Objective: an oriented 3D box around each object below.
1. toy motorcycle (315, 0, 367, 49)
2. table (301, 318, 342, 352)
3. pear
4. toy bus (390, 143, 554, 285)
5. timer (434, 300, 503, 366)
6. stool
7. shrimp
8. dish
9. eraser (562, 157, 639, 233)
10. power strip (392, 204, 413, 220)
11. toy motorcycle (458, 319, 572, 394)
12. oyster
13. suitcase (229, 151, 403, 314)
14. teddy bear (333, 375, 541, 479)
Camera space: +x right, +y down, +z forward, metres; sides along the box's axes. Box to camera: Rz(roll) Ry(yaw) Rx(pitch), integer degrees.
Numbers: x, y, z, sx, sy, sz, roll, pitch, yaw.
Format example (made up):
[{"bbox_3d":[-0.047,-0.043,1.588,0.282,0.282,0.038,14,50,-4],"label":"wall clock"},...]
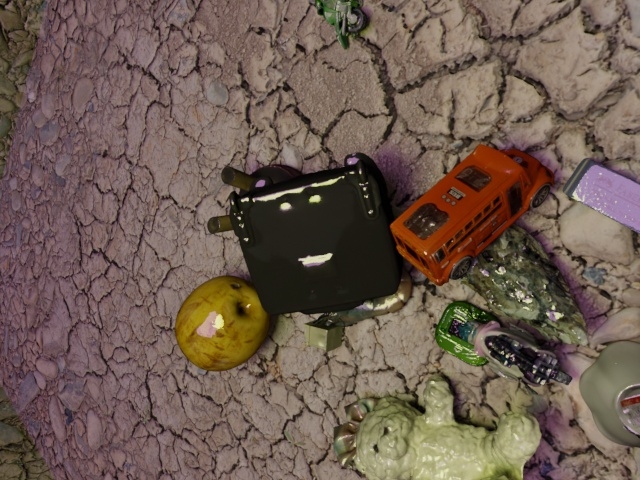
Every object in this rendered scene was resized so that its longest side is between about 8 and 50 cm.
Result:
[{"bbox_3d":[0.044,-0.592,1.140,0.106,0.074,0.190,-39,74,39],"label":"toy motorcycle"},{"bbox_3d":[0.004,0.260,1.225,0.083,0.079,0.062,8,96,34],"label":"table"},{"bbox_3d":[-0.277,0.234,1.290,0.281,0.281,0.280,3,95,32],"label":"pear"},{"bbox_3d":[0.303,-0.074,0.891,0.329,0.153,0.143,-40,49,-4],"label":"toy bus"},{"bbox_3d":[0.338,0.214,1.026,0.140,0.047,0.128,28,108,26],"label":"timer"},{"bbox_3d":[-0.164,-0.083,1.245,0.272,0.178,0.271,3,95,31],"label":"stool"},{"bbox_3d":[0.093,0.125,1.166,0.289,0.075,0.178,-25,72,32],"label":"shrimp"},{"bbox_3d":[0.614,0.308,0.838,0.230,0.081,0.229,3,95,33],"label":"dish"},{"bbox_3d":[0.587,-0.073,0.852,0.225,0.036,0.082,37,114,24],"label":"eraser"},{"bbox_3d":[0.165,0.006,1.105,0.080,0.029,0.226,37,97,24],"label":"power strip"},{"bbox_3d":[0.380,0.218,0.913,0.108,0.239,0.204,-51,35,-8],"label":"toy motorcycle"},{"bbox_3d":[0.406,0.081,0.923,0.351,0.158,0.162,51,144,37],"label":"oyster"},{"bbox_3d":[0.000,0.000,1.014,0.345,0.188,0.339,-12,104,13],"label":"suitcase"},{"bbox_3d":[0.210,0.444,0.978,0.362,0.375,0.327,22,63,12],"label":"teddy bear"}]
